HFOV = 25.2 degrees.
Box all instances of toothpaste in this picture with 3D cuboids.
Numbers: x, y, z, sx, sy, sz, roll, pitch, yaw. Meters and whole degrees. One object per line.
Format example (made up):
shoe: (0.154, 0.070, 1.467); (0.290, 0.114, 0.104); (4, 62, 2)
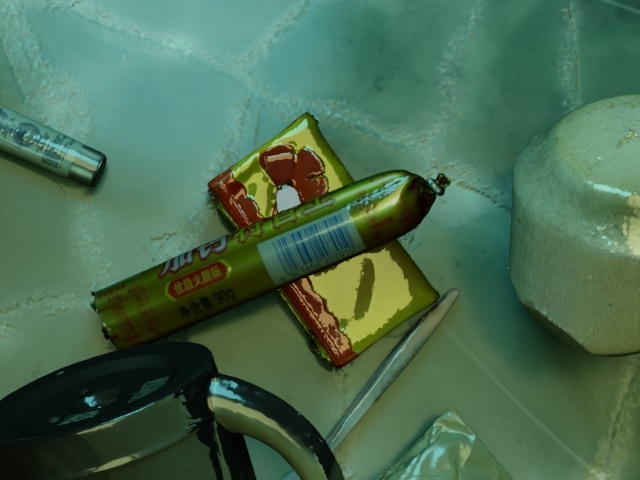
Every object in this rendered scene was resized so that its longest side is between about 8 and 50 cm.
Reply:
toothpaste: (-0.334, -0.118, 1.466); (0.239, 0.039, 0.062); (23, 75, 0)

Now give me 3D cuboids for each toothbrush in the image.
toothbrush: (0.022, 0.190, 1.455); (0.037, 0.028, 0.375); (40, 79, -4)

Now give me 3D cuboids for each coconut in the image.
coconut: (0.305, 0.002, 1.413); (0.237, 0.265, 0.237); (-2, 45, 2)

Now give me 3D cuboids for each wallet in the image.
wallet: (0.000, 0.000, 1.467); (0.141, 0.067, 0.241); (-35, 86, -9)

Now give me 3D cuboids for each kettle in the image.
kettle: (-0.122, 0.274, 1.316); (0.321, 0.228, 0.324); (-13, 103, 9)

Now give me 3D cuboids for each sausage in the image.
sausage: (-0.045, 0.013, 1.402); (0.372, 0.082, 0.082); (-24, 83, 7)

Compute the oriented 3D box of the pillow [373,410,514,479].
pillow: (0.120, 0.357, 1.413); (0.281, 0.076, 0.274); (-41, 88, -10)
